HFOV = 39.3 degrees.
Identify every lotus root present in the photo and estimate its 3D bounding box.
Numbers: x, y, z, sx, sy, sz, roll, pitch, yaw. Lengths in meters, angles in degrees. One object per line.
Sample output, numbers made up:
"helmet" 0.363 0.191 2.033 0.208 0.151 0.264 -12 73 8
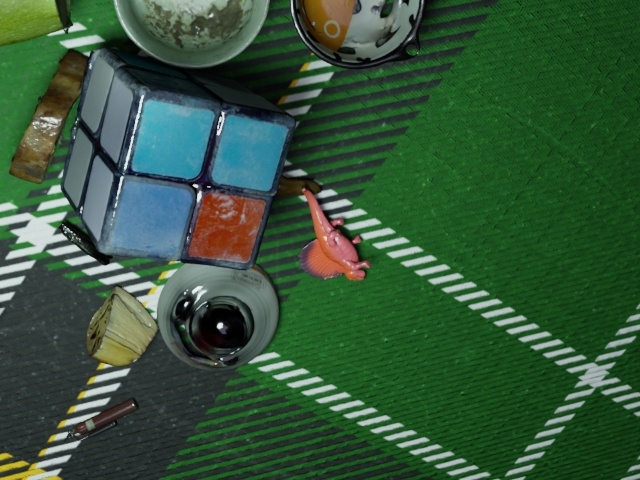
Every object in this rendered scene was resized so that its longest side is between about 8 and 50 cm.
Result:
"lotus root" -0.523 -0.229 1.724 0.074 0.170 0.261 25 106 -15
"lotus root" -0.438 0.201 1.929 0.135 0.095 0.159 41 56 -26

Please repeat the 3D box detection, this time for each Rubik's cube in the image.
"Rubik's cube" -0.275 -0.154 1.682 0.318 0.313 0.316 7 109 -31

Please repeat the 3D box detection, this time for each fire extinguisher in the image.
"fire extinguisher" -0.490 0.409 2.015 0.173 0.035 0.049 -25 150 -3

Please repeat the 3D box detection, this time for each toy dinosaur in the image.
"toy dinosaur" -0.004 0.006 1.969 0.138 0.070 0.286 -29 122 23

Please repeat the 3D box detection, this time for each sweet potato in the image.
"sweet potato" -0.084 -0.122 1.910 0.182 0.054 0.053 17 113 -19

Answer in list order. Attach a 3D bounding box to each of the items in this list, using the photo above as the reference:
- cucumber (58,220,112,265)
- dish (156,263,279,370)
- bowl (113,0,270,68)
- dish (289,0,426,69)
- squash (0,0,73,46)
"cucumber" -0.491 0.006 1.874 0.135 0.034 0.033 40 91 -21
"dish" -0.216 0.177 1.940 0.273 0.134 0.274 -3 109 -10
"bowl" -0.246 -0.481 1.703 0.289 0.146 0.289 -3 110 -9
"dish" 0.069 -0.484 1.782 0.302 0.120 0.303 -4 109 -11
"squash" -0.642 -0.458 1.564 0.384 0.263 0.263 -12 110 -9
